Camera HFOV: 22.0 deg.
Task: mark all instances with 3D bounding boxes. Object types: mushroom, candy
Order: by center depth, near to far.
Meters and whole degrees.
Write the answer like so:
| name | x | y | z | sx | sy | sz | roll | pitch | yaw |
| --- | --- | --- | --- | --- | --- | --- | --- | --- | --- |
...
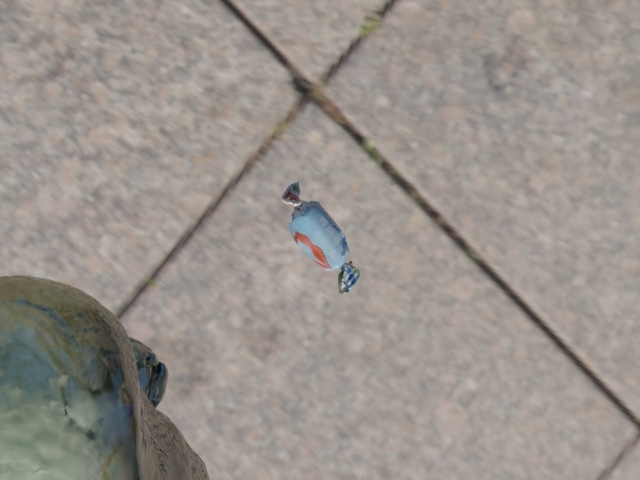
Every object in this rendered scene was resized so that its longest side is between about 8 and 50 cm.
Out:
| name | x | y | z | sx | sy | sz | roll | pitch | yaw |
| --- | --- | --- | --- | --- | --- | --- | --- | --- | --- |
| candy | -0.001 | 0.000 | 1.075 | 0.083 | 0.020 | 0.030 | 54 | 45 | -23 |
| mushroom | -0.158 | 0.167 | 1.191 | 0.344 | 0.130 | 0.247 | 75 | 33 | -43 |
